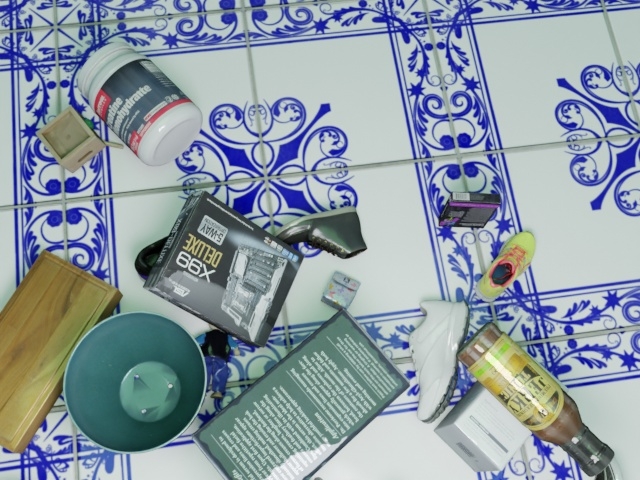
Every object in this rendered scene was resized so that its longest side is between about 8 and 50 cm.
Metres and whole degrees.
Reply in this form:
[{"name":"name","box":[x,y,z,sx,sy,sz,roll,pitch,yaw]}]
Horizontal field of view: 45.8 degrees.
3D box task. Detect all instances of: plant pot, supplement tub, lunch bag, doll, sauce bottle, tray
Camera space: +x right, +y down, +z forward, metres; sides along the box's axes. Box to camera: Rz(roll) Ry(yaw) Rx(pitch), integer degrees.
[{"name":"plant pot","box":[-0.382,0.315,1.637,0.290,0.195,0.290,1,72,-2]},{"name":"supplement tub","box":[-0.439,-0.332,1.850,0.191,0.191,0.272,-43,79,-15]},{"name":"lunch bag","box":[0.049,0.119,1.801,0.071,0.053,0.083,29,64,5]},{"name":"doll","box":[-0.250,0.263,1.739,0.129,0.046,0.189,9,70,-11]},{"name":"sauce bottle","box":[0.424,0.312,1.489,0.344,0.111,0.111,43,75,10]},{"name":"tray","box":[-0.649,0.244,1.712,0.203,0.076,0.411,27,72,6]}]

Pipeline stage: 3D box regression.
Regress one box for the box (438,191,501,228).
[{"name":"box","box":[0.355,-0.071,1.822,0.116,0.162,0.029,3,68,-3]}]

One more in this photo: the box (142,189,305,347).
[{"name":"box","box":[-0.211,0.068,1.708,0.307,0.076,0.242,35,69,-30]}]

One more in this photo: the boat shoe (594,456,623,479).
[{"name":"boat shoe","box":[0.625,0.578,1.667,0.070,0.078,0.219,1,73,-4]}]

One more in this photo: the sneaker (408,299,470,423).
[{"name":"sneaker","box":[0.260,0.274,1.749,0.129,0.111,0.297,10,67,17]}]

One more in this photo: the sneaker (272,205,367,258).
[{"name":"sneaker","box":[0.000,0.000,1.821,0.222,0.083,0.118,-17,74,-9]}]

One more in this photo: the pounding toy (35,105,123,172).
[{"name":"pounding toy","box":[-0.592,-0.247,1.875,0.141,0.100,0.130,-40,77,-3]}]

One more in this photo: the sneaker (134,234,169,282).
[{"name":"sneaker","box":[-0.291,0.027,1.763,0.293,0.146,0.102,-18,73,-8]}]

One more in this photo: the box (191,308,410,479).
[{"name":"box","box":[-0.040,0.370,1.587,0.395,0.293,0.212,-39,77,-14]}]

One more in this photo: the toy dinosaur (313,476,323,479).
[{"name":"toy dinosaur","box":[0.076,0.620,1.536,0.218,0.164,0.322,-31,106,-46]}]

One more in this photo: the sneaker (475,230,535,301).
[{"name":"sneaker","box":[0.458,0.057,1.821,0.081,0.094,0.208,35,72,10]}]

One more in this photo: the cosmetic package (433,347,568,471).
[{"name":"cosmetic package","box":[0.384,0.370,1.645,0.225,0.224,0.138,-43,79,-15]}]
